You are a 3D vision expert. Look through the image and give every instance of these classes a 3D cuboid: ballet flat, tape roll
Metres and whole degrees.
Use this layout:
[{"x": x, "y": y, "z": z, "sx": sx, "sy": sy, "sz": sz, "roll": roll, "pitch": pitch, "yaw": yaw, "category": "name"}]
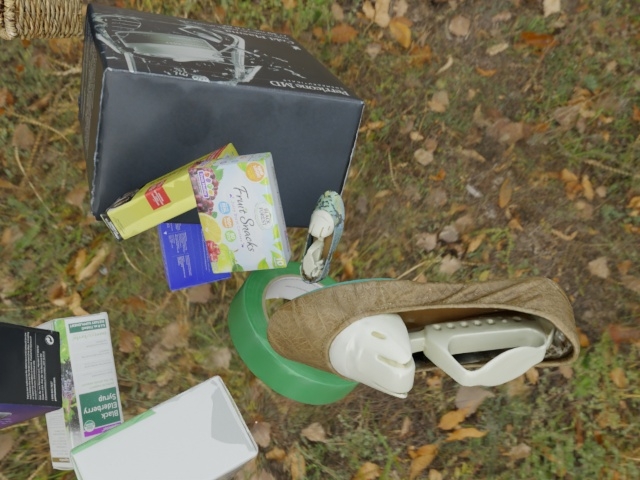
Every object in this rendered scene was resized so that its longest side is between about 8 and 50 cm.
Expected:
[{"x": 0.000, "y": 0.000, "z": 1.250, "sx": 0.070, "sy": 0.070, "sz": 0.189, "roll": 8, "pitch": 110, "yaw": -3, "category": "ballet flat"}, {"x": -0.035, "y": 0.186, "z": 1.391, "sx": 0.321, "sy": 0.077, "sz": 0.321, "roll": 25, "pitch": 36, "yaw": -20, "category": "tape roll"}, {"x": 0.118, "y": 0.107, "z": 0.700, "sx": 0.342, "sy": 0.116, "sz": 0.124, "roll": -1, "pitch": 31, "yaw": -9, "category": "ballet flat"}]

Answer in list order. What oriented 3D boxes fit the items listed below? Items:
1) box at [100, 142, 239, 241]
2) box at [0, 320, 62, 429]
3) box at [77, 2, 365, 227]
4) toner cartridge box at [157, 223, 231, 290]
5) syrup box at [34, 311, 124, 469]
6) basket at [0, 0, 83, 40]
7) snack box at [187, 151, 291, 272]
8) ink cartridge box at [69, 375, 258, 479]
[{"x": -0.238, "y": -0.078, "z": 1.080, "sx": 0.232, "sy": 0.087, "sz": 0.058, "roll": -21, "pitch": 111, "yaw": 18, "category": "box"}, {"x": -0.457, "y": 0.172, "z": 0.747, "sx": 0.261, "sy": 0.184, "sz": 0.103, "roll": -22, "pitch": 64, "yaw": 21, "category": "box"}, {"x": -0.236, "y": -0.263, "z": 1.379, "sx": 0.479, "sy": 0.298, "sz": 0.472, "roll": 1, "pitch": 32, "yaw": -24, "category": "box"}, {"x": -0.326, "y": -0.050, "z": 1.662, "sx": 0.165, "sy": 0.348, "sz": 0.075, "roll": -13, "pitch": 33, "yaw": -19, "category": "toner cartridge box"}, {"x": -0.396, "y": 0.247, "z": 1.093, "sx": 0.093, "sy": 0.096, "sz": 0.237, "roll": -4, "pitch": 79, "yaw": -45, "category": "syrup box"}, {"x": -0.680, "y": -0.610, "z": 1.470, "sx": 0.213, "sy": 0.223, "sz": 0.299, "roll": 17, "pitch": 114, "yaw": 20, "category": "basket"}, {"x": -0.098, "y": -0.032, "z": 0.824, "sx": 0.100, "sy": 0.037, "sz": 0.141, "roll": -6, "pitch": 112, "yaw": 12, "category": "snack box"}, {"x": -0.226, "y": 0.325, "z": 0.942, "sx": 0.211, "sy": 0.289, "sz": 0.122, "roll": -24, "pitch": 72, "yaw": -26, "category": "ink cartridge box"}]
